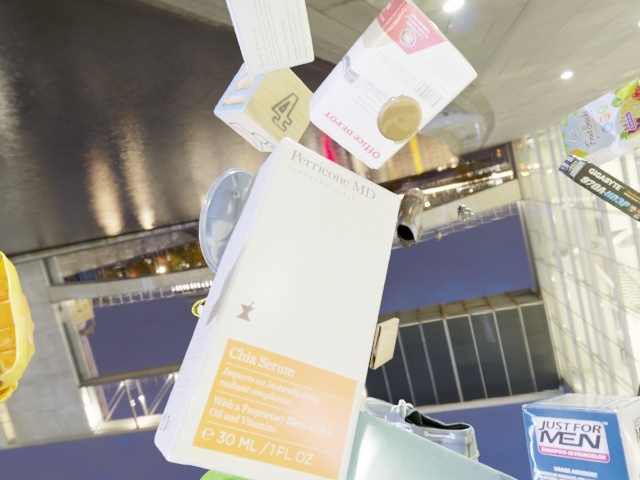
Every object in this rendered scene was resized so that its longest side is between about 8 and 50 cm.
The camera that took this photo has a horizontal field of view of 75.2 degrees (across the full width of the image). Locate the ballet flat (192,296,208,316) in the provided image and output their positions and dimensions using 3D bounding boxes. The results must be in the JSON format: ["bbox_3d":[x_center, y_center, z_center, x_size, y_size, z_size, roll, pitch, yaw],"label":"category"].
[{"bbox_3d":[-0.260,0.177,1.095,0.231,0.077,0.077,-12,172,42],"label":"ballet flat"}]

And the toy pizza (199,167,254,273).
[{"bbox_3d":[-0.160,-0.031,0.763,0.032,0.201,0.201,8,-166,24],"label":"toy pizza"}]

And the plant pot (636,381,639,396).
[{"bbox_3d":[0.668,0.263,0.710,0.254,0.237,0.237,-54,-172,-2],"label":"plant pot"}]

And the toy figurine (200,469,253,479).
[{"bbox_3d":[-0.189,0.512,0.730,0.130,0.173,0.159,26,171,3],"label":"toy figurine"}]

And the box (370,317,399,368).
[{"bbox_3d":[0.246,0.388,1.584,0.021,0.164,0.201,11,-177,28],"label":"box"}]

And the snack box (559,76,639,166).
[{"bbox_3d":[0.773,-0.304,1.122,0.070,0.174,0.207,24,146,-25],"label":"snack box"}]

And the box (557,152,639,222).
[{"bbox_3d":[0.650,-0.106,0.919,0.051,0.220,0.175,-59,172,25],"label":"box"}]

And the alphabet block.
[{"bbox_3d":[-0.158,-0.395,1.232,0.192,0.193,0.197,19,167,48],"label":"alphabet block"}]

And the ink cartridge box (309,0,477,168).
[{"bbox_3d":[0.138,-0.322,0.871,0.283,0.207,0.117,-42,-152,30],"label":"ink cartridge box"}]

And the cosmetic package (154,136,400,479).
[{"bbox_3d":[-0.046,0.102,0.633,0.230,0.453,0.161,23,154,-19],"label":"cosmetic package"}]

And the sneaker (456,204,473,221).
[{"bbox_3d":[0.389,-0.079,1.142,0.040,0.043,0.109,-41,160,14],"label":"sneaker"}]

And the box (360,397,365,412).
[{"bbox_3d":[-0.039,0.303,0.912,0.117,0.243,0.213,-50,-156,28],"label":"box"}]

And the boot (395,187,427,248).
[{"bbox_3d":[0.212,-0.023,1.050,0.082,0.219,0.106,16,-123,17],"label":"boot"}]

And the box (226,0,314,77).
[{"bbox_3d":[-0.100,-0.412,0.716,0.119,0.182,0.181,-16,-136,-3],"label":"box"}]

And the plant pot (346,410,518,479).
[{"bbox_3d":[0.118,0.450,0.623,0.248,0.247,0.252,20,-122,12],"label":"plant pot"}]

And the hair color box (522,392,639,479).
[{"bbox_3d":[0.339,0.366,0.478,0.174,0.347,0.105,14,159,-43],"label":"hair color box"}]

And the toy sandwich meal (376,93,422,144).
[{"bbox_3d":[0.133,-0.205,0.700,0.086,0.085,0.029,-14,-144,1],"label":"toy sandwich meal"}]

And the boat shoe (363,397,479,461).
[{"bbox_3d":[0.216,0.421,0.970,0.116,0.099,0.319,-4,-172,-40],"label":"boat shoe"}]

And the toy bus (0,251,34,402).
[{"bbox_3d":[-0.387,0.129,0.414,0.220,0.149,0.211,-18,154,-18],"label":"toy bus"}]
